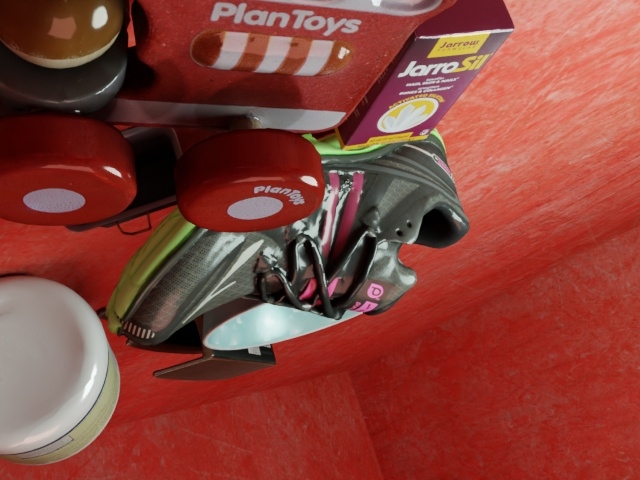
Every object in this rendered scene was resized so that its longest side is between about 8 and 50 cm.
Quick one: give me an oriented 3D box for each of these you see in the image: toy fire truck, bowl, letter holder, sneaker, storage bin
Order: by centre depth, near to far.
[{"bbox_3d":[-0.090,-0.128,0.411,0.302,0.169,0.254,1,158,-21],"label":"toy fire truck"},{"bbox_3d":[-0.196,-0.053,0.750,0.135,0.098,0.091,-19,174,1],"label":"storage bin"},{"bbox_3d":[0.000,0.000,0.784,0.483,0.202,0.185,-24,169,-34],"label":"sneaker"},{"bbox_3d":[-0.039,0.034,1.051,0.311,0.163,0.311,-16,163,-5],"label":"bowl"},{"bbox_3d":[-0.246,0.186,1.336,0.214,0.152,0.302,-20,163,12],"label":"letter holder"}]

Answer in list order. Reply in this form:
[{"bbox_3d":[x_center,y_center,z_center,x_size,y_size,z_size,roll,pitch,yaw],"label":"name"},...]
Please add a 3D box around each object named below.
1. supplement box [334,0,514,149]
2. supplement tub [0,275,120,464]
[{"bbox_3d":[0.082,-0.170,0.678,0.104,0.080,0.188,-11,161,-22],"label":"supplement box"},{"bbox_3d":[-0.423,0.205,1.058,0.235,0.235,0.325,-14,162,-16],"label":"supplement tub"}]
